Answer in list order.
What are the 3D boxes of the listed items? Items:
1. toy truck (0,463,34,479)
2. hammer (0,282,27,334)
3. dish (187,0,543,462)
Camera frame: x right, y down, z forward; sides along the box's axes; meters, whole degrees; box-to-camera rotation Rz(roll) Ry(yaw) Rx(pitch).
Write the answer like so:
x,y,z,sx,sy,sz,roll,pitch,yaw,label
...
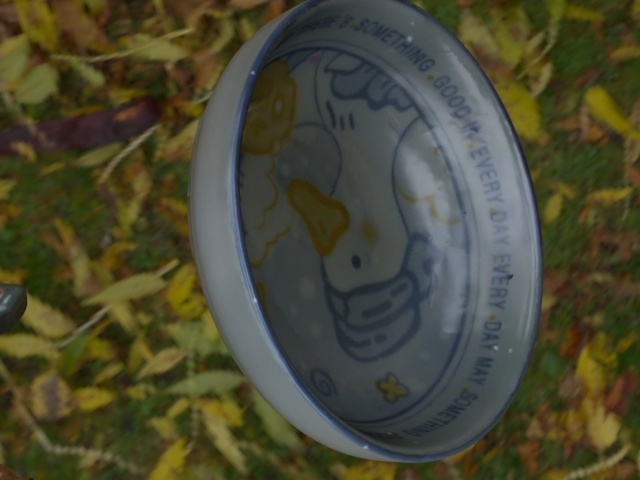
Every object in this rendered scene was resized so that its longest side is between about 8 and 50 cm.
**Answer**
x,y,z,sx,sy,sz,roll,pitch,yaw,label
-0.098,0.119,0.394,0.092,0.083,0.192,55,140,11,toy truck
-0.319,0.007,1.145,0.287,0.111,0.033,17,140,11,hammer
0.000,0.000,1.098,0.133,0.273,0.273,-13,100,40,dish
